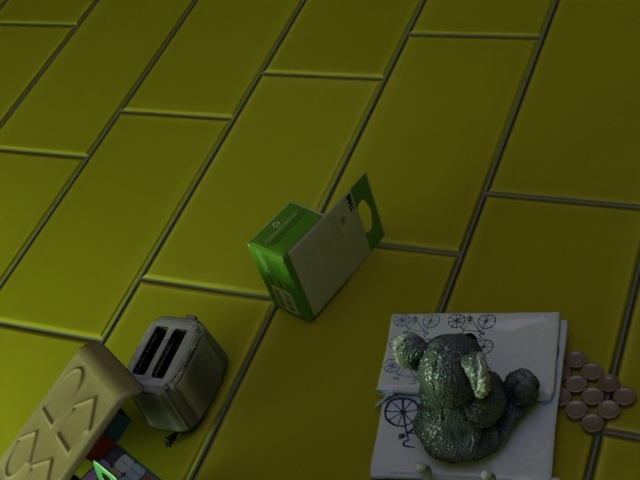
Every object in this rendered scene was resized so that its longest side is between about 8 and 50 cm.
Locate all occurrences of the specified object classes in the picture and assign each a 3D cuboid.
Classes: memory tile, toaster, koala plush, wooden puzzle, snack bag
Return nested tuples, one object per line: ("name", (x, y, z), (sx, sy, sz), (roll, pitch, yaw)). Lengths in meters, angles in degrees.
("memory tile", (0.444, 0.253, 1.779), (0.113, 0.012, 0.148), (-36, 46, -15))
("toaster", (-0.271, 0.247, 1.947), (0.129, 0.146, 0.227), (6, 51, 26))
("koala plush", (0.217, 0.228, 1.680), (0.196, 0.221, 0.203), (20, 63, 31))
("wooden puzzle", (-0.454, 0.360, 1.864), (0.348, 0.080, 0.322), (-51, 25, -9))
("snack bag", (0.247, 0.266, 1.810), (0.323, 0.037, 0.342), (0, 51, 21))

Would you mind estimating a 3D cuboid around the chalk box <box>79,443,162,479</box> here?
("chalk box", (-0.323, 0.439, 1.738), (0.132, 0.213, 0.132), (28, 62, 37))

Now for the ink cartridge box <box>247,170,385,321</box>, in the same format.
("ink cartridge box", (0.000, 0.000, 2.052), (0.097, 0.189, 0.255), (22, 57, 36))

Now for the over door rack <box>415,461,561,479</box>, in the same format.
("over door rack", (0.222, 0.484, 1.570), (0.239, 0.108, 0.324), (3, 52, 23))
